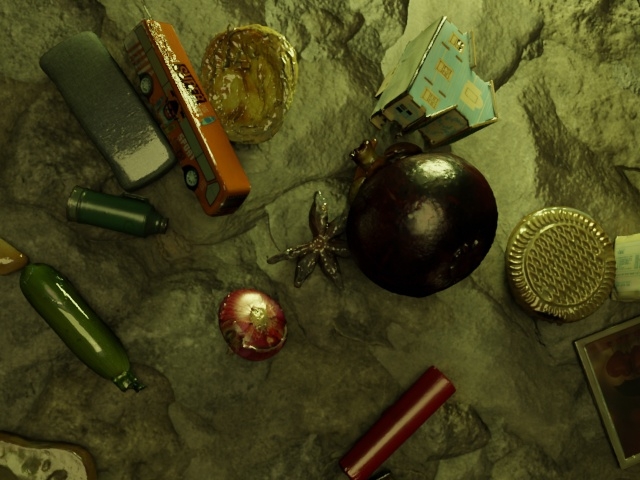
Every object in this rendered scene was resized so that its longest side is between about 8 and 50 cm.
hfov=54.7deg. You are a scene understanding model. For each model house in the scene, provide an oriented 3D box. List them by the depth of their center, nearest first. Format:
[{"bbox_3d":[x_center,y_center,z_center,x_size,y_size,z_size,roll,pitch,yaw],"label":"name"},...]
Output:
[{"bbox_3d":[0.242,-0.284,1.260,0.206,0.178,0.271,36,59,-17],"label":"model house"}]

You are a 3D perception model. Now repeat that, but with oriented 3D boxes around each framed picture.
[{"bbox_3d":[0.688,0.319,1.337,0.211,0.020,0.290,-19,88,-7],"label":"framed picture"}]

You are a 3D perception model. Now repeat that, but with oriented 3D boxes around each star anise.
[{"bbox_3d":[0.012,0.012,1.264,0.171,0.063,0.208,37,82,-4],"label":"star anise"}]

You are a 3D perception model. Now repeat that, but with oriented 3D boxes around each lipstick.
[{"bbox_3d":[0.153,0.374,1.246,0.279,0.073,0.073,-42,91,-9],"label":"lipstick"}]

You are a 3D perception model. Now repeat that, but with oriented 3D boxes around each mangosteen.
[{"bbox_3d":[0.181,-0.037,1.188,0.293,0.297,0.297,19,81,40],"label":"mangosteen"}]

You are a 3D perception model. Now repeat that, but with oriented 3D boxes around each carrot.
[{"bbox_3d":[0.093,-0.151,1.303,0.035,0.035,0.142,15,79,-5],"label":"carrot"}]

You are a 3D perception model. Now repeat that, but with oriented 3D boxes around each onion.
[{"bbox_3d":[-0.148,0.181,1.220,0.150,0.140,0.150,23,43,-23],"label":"onion"}]

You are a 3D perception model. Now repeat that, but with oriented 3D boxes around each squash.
[{"bbox_3d":[-0.457,0.172,1.189,0.087,0.087,0.331,-40,92,-8],"label":"squash"}]

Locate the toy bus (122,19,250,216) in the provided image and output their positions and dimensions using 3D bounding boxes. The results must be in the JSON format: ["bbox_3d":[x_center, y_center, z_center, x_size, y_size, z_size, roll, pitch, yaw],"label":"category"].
[{"bbox_3d":[-0.263,-0.240,1.212,0.092,0.093,0.409,-33,80,33],"label":"toy bus"}]

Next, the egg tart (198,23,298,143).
[{"bbox_3d":[-0.140,-0.311,1.255,0.231,0.098,0.252,-20,84,15],"label":"egg tart"}]

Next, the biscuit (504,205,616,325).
[{"bbox_3d":[0.507,0.050,1.308,0.259,0.079,0.259,1,85,-7],"label":"biscuit"}]

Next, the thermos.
[{"bbox_3d":[-0.396,-0.052,1.225,0.187,0.083,0.073,14,105,-6],"label":"thermos"}]

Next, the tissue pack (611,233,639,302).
[{"bbox_3d":[0.690,0.054,1.270,0.092,0.196,0.148,9,83,-7],"label":"tissue pack"}]

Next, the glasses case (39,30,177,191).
[{"bbox_3d":[-0.418,-0.257,1.232,0.131,0.074,0.323,-34,90,-9],"label":"glasses case"}]

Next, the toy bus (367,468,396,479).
[{"bbox_3d":[0.156,0.608,1.171,0.138,0.175,0.288,-28,92,-9],"label":"toy bus"}]

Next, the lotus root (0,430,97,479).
[{"bbox_3d":[-0.584,0.525,1.137,0.375,0.111,0.390,-41,89,-13],"label":"lotus root"}]

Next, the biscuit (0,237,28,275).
[{"bbox_3d":[-0.684,-0.006,1.196,0.164,0.047,0.208,-30,89,-9],"label":"biscuit"}]
